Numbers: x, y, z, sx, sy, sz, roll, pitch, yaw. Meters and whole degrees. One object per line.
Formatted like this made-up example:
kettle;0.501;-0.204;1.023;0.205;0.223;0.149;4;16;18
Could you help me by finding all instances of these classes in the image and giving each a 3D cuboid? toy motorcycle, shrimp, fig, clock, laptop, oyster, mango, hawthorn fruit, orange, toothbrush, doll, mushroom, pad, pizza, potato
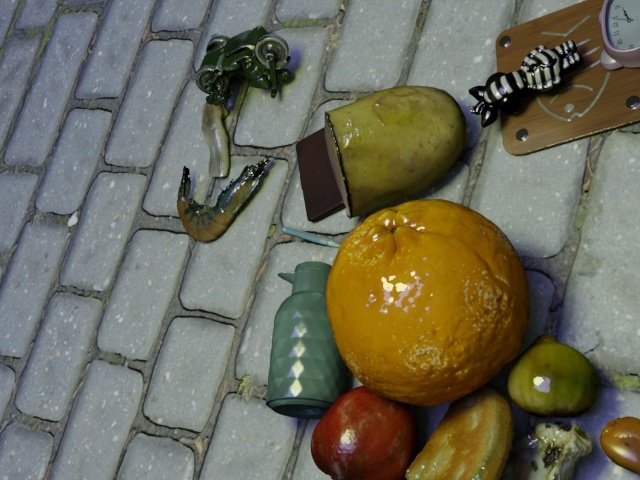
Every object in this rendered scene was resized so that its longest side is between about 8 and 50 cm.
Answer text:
toy motorcycle;-0.175;-0.409;2.177;0.275;0.127;0.205;-18;36;24
shrimp;-0.232;-0.131;2.112;0.262;0.051;0.198;-48;61;16
fig;0.358;0.220;1.471;0.153;0.136;0.120;-141;63;-64
clock;0.531;-0.374;1.648;0.110;0.050;0.152;-12;62;34
laptop;0.023;-0.150;1.969;0.154;0.026;0.207;-27;54;26
oyster;0.283;0.419;1.464;0.354;0.107;0.201;-42;18;21
mango;0.466;0.308;1.395;0.080;0.060;0.114;-39;47;-4
hawthorn fruit;0.088;0.333;1.605;0.185;0.185;0.202;16;63;41
orange;0.168;0.090;1.541;0.341;0.293;0.340;-23;31;15
toothbrush;0.000;0.000;1.918;0.219;0.019;0.016;18;85;41
doll;0.371;-0.288;1.725;0.219;0.067;0.091;-28;65;19
mushroom;-0.238;-0.229;2.191;0.059;0.054;0.202;-26;61;32
pad;0.456;-0.306;1.722;0.287;0.018;0.284;-16;61;32
pizza;0.219;0.344;1.482;0.229;0.081;0.289;-43;11;20
potato;0.146;-0.187;1.794;0.266;0.229;0.229;-16;57;2

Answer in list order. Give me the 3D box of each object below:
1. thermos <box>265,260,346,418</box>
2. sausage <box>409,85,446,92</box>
thermos;-0.004;0.180;1.764;0.182;0.145;0.286;4;67;4
sausage;0.213;-0.300;1.901;0.100;0.015;0.015;15;79;41
